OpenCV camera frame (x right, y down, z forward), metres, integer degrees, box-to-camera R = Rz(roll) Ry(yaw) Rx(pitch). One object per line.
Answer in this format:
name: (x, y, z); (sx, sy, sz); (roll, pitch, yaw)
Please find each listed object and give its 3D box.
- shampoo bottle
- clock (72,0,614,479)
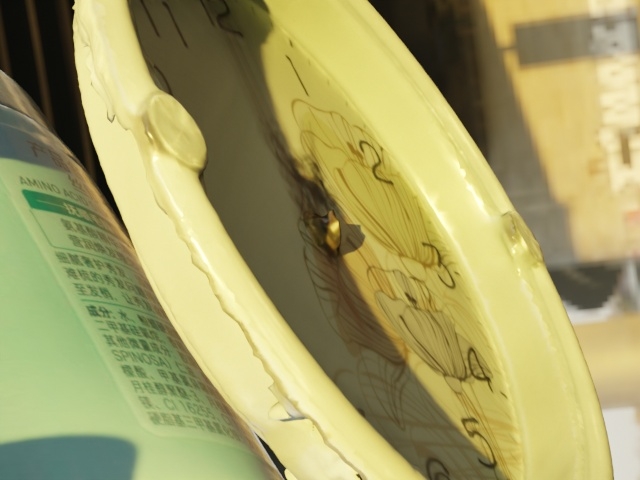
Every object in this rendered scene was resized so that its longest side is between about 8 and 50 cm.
shampoo bottle: (-0.212, 0.123, 0.926); (0.343, 0.331, 0.331); (52, 171, 35)
clock: (0.000, 0.000, 0.506); (0.236, 0.053, 0.236); (45, -157, -25)
